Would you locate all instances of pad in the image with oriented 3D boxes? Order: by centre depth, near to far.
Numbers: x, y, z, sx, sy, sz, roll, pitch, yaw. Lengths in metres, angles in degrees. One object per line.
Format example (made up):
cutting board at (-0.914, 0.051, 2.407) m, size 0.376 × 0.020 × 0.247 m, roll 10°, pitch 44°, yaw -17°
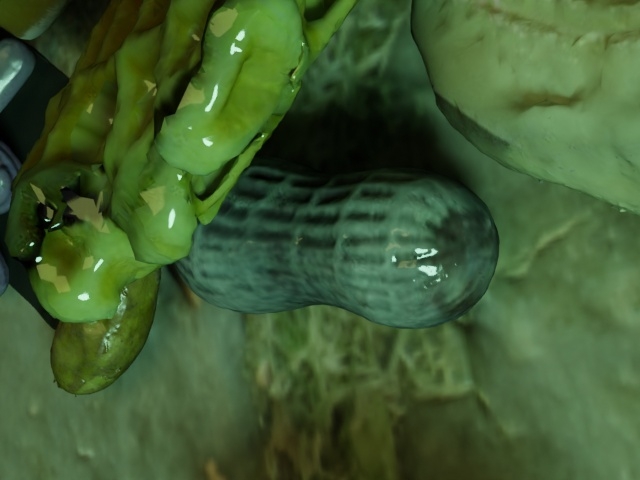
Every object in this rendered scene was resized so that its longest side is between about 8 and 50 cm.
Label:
pad at (-0.175, -0.049, 0.809) m, size 0.193 × 0.004 × 0.116 m, roll 39°, pitch 108°, yaw 33°

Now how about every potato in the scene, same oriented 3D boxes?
potato at (-0.105, 0.041, 0.722) m, size 0.046 × 0.045 × 0.092 m, roll 43°, pitch 114°, yaw 33°

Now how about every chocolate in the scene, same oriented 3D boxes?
chocolate at (0.000, 0.000, 0.634) m, size 0.167 × 0.072 × 0.072 m, roll 6°, pitch 89°, yaw 35°

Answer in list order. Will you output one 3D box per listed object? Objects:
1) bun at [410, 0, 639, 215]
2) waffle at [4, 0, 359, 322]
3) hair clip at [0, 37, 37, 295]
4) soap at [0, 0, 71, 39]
bun at (0.137, -0.111, 0.494) m, size 0.239 × 0.141 × 0.239 m, roll -34°, pitch 46°, yaw 45°
waffle at (-0.028, -0.121, 0.587) m, size 0.297 × 0.073 × 0.317 m, roll -54°, pitch 17°, yaw 22°
hair clip at (-0.237, 0.011, 0.795) m, size 0.137 × 0.090 × 0.278 m, roll 28°, pitch 110°, yaw 0°
soap at (-0.129, -0.232, 0.675) m, size 0.274 × 0.089 × 0.173 m, roll -41°, pitch 60°, yaw 51°
